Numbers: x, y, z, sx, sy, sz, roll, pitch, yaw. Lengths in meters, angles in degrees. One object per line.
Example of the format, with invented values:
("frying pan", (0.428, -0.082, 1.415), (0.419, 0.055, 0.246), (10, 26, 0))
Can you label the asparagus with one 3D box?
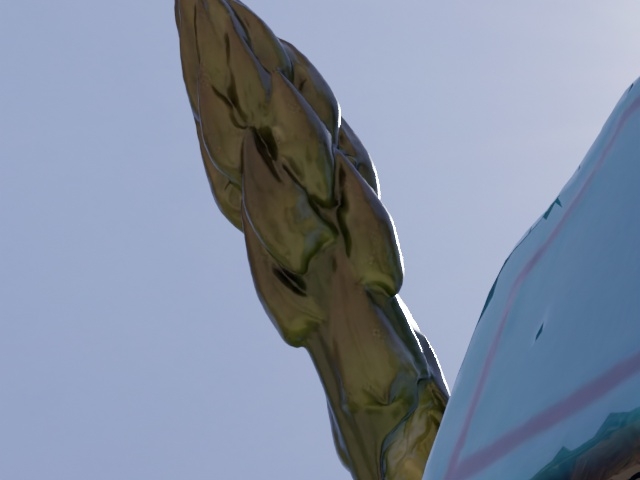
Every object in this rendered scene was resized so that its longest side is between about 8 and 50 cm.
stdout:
("asparagus", (0.000, 0.000, 0.850), (0.080, 0.080, 0.287), (-30, -100, 23))

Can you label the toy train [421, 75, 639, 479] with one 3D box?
("toy train", (0.138, 0.039, 0.307), (0.300, 0.188, 0.265), (-45, -163, 54))
